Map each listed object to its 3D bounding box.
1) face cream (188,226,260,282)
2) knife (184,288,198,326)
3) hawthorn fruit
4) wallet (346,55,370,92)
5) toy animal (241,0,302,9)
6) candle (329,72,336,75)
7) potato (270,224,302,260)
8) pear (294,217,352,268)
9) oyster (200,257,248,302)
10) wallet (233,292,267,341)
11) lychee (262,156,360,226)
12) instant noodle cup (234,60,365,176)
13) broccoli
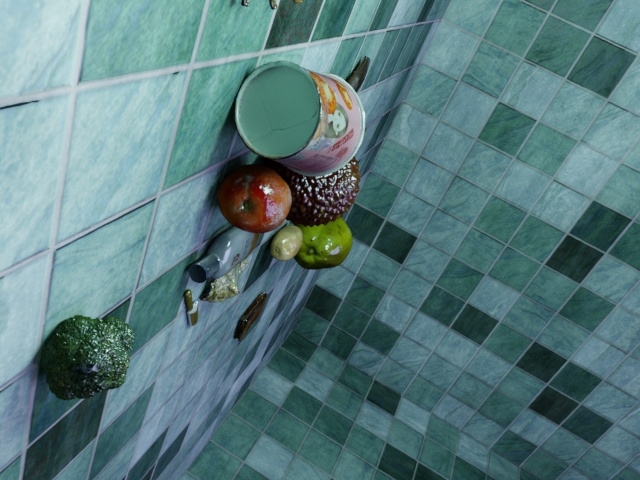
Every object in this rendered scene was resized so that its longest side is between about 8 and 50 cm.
[{"bbox_3d":[-0.252,0.031,1.419,0.144,0.071,0.291,-64,171,25],"label":"face cream"},{"bbox_3d":[-0.360,0.193,1.501,0.046,0.022,0.256,-60,173,-31],"label":"knife"},{"bbox_3d":[-0.156,-0.099,1.238,0.173,0.172,0.173,-58,172,-14],"label":"hawthorn fruit"},{"bbox_3d":[0.096,-0.506,1.789,0.230,0.042,0.124,-56,174,-21],"label":"wallet"},{"bbox_3d":[-0.073,-0.457,0.905,0.241,0.056,0.099,-47,158,-53],"label":"toy animal"},{"bbox_3d":[0.013,-0.427,1.526,0.131,0.052,0.052,-60,172,-12],"label":"candle"},{"bbox_3d":[-0.125,0.008,1.996,0.178,0.109,0.119,-57,151,-60],"label":"potato"},{"bbox_3d":[0.000,0.000,2.191,0.269,0.269,0.321,-63,178,21],"label":"pear"},{"bbox_3d":[-0.274,0.120,1.587,0.191,0.081,0.163,-61,168,-21],"label":"oyster"},{"bbox_3d":[-0.301,0.327,2.284,0.195,0.042,0.161,-55,175,-46],"label":"wallet"},{"bbox_3d":[-0.025,-0.170,1.414,0.276,0.275,0.304,-58,-173,-14],"label":"lychee"},{"bbox_3d":[-0.050,-0.262,1.137,0.243,0.243,0.231,-62,164,13],"label":"instant noodle cup"},{"bbox_3d":[-0.405,0.205,0.919,0.138,0.145,0.162,16,-89,66],"label":"broccoli"}]
